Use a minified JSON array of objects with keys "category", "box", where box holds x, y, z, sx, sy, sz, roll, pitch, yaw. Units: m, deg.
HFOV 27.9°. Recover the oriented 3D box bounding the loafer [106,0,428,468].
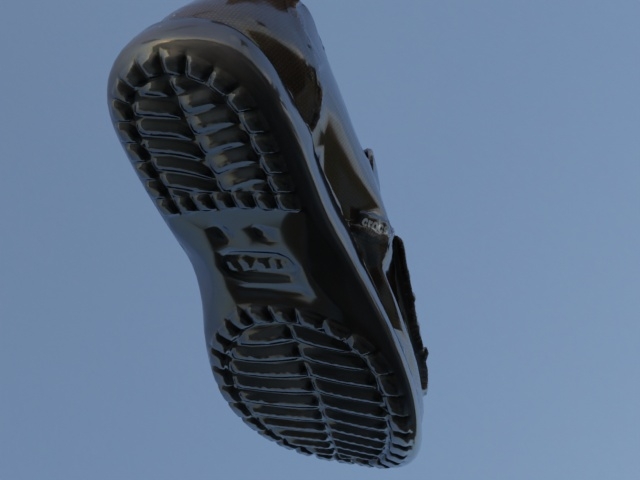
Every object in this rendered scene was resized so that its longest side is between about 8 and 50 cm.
[{"category":"loafer","box":[0.000,0.000,0.759,0.366,0.133,0.130,74,-148,-43]}]
